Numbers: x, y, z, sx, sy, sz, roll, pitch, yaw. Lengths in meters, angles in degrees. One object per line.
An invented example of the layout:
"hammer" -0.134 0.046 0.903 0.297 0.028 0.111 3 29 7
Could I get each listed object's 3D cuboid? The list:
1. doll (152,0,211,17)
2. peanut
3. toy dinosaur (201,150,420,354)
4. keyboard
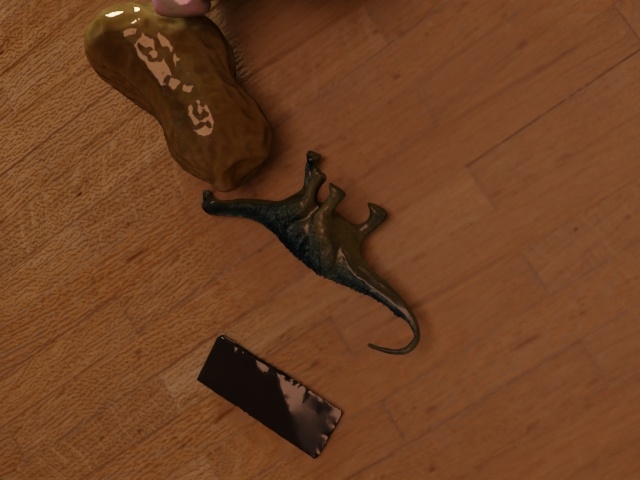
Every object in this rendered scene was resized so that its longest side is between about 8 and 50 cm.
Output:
"doll" -0.060 -0.404 1.182 0.309 0.284 0.240 -9 127 14
"peanut" -0.171 -0.202 1.262 0.159 0.143 0.291 -43 78 2
"toy dinosaur" 0.002 -0.012 1.234 0.363 0.076 0.147 36 110 21
"keyboard" -0.068 0.201 1.279 0.196 0.015 0.074 30 101 18
